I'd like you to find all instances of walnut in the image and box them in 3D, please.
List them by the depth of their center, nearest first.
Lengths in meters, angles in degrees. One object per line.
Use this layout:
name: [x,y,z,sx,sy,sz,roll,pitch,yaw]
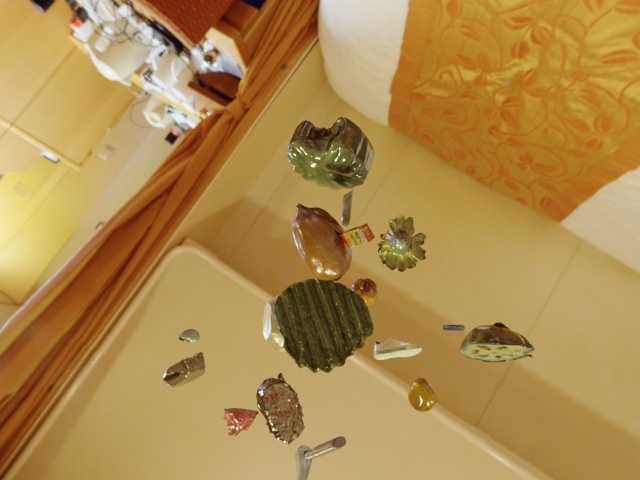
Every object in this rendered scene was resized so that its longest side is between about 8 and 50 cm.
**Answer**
walnut: [0.000,0.000,1.685,0.336,0.209,0.209,60,167,-9]

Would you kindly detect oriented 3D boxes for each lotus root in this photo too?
lotus root: [0.483,0.281,1.206,0.204,0.077,0.183,15,149,-15]

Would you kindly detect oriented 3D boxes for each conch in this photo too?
conch: [-0.537,0.388,1.769,0.076,0.056,0.085,-28,132,36]

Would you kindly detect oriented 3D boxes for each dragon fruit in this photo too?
dragon fruit: [-0.343,0.776,1.847,0.153,0.110,0.153,6,167,1]

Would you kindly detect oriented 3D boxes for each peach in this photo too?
peach: [0.224,0.253,2.129,0.138,0.138,0.138,33,172,6]

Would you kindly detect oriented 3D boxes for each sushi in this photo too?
sushi: [-0.095,0.402,1.034,0.078,0.091,0.150,-9,101,67]

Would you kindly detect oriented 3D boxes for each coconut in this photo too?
coconut: [-0.126,0.407,2.155,0.323,0.322,0.323,33,172,6]

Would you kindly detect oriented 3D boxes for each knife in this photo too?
knife: [-0.088,0.967,1.667,0.080,0.330,0.044,20,158,-28]

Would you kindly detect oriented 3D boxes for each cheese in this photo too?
cheese: [-0.622,0.604,1.993,0.091,0.203,0.175,55,145,20]

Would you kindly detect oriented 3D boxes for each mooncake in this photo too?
mooncake: [0.040,-0.345,1.780,0.352,0.187,0.351,13,158,5]

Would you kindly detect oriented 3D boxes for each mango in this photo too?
mango: [0.417,0.634,1.766,0.115,0.090,0.177,35,139,25]

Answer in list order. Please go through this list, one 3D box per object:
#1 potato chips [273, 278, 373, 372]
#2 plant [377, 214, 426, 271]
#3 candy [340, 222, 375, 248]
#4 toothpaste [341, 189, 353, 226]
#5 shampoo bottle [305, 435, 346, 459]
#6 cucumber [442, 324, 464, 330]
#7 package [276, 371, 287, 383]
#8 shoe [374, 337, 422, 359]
potato chips: [0.007,0.303,1.691,0.070,0.359,0.429,70,177,-47]
plant: [0.427,0.027,2.419,0.297,0.262,0.305,-14,-98,-57]
candy: [0.133,-0.015,1.570,0.122,0.038,0.062,-19,105,50]
toothpaste: [0.104,-0.126,1.713,0.036,0.056,0.205,40,156,22]
shampoo bottle: [0.013,0.744,1.546,0.080,0.165,0.040,8,-128,-53]
cucumber: [0.634,0.420,2.083,0.032,0.032,0.133,36,156,-16]
package: [-0.192,0.737,1.991,0.090,0.226,0.168,6,-142,-40]
shoe: [0.424,0.588,2.418,0.265,0.110,0.095,-12,138,10]
